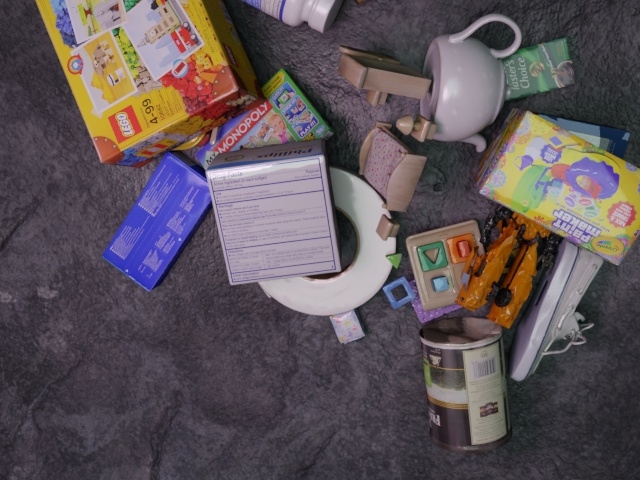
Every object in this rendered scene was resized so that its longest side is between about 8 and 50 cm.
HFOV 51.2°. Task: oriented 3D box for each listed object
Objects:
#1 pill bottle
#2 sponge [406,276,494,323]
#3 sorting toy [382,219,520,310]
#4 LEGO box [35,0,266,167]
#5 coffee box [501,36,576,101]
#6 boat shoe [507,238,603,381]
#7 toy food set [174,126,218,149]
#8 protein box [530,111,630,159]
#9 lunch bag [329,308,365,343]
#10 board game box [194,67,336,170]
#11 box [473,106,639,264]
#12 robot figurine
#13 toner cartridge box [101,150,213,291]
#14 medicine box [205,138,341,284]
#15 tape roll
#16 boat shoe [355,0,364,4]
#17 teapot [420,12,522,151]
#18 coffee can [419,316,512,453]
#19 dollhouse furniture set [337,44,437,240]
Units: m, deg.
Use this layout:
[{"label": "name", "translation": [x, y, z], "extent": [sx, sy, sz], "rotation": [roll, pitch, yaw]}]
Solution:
[{"label": "pill bottle", "translation": [-0.086, -0.593, 1.546], "extent": [0.272, 0.152, 0.152], "rotation": [28, 105, 3]}, {"label": "sponge", "translation": [0.326, 0.117, 1.686], "extent": [0.210, 0.031, 0.117], "rotation": [-25, 98, 13]}, {"label": "sorting toy", "translation": [0.318, 0.063, 1.619], "extent": [0.348, 0.047, 0.195], "rotation": [-15, 97, 0]}, {"label": "LEGO box", "translation": [-0.408, -0.477, 1.564], "extent": [0.373, 0.193, 0.499], "rotation": [-25, 86, 14]}, {"label": "coffee box", "translation": [0.485, -0.390, 1.543], "extent": [0.184, 0.040, 0.113], "rotation": [-11, 100, 13]}, {"label": "boat shoe", "translation": [0.585, 0.189, 1.613], "extent": [0.157, 0.136, 0.366], "rotation": [21, 95, 2]}, {"label": "toy food set", "translation": [-0.338, -0.286, 1.696], "extent": [0.218, 0.071, 0.128], "rotation": [1, 85, 16]}, {"label": "protein box", "translation": [0.559, -0.176, 1.526], "extent": [0.201, 0.136, 0.199], "rotation": [13, 104, 7]}, {"label": "lunch bag", "translation": [0.072, 0.221, 1.744], "extent": [0.071, 0.053, 0.083], "rotation": [-23, 87, 12]}, {"label": "board game box", "translation": [-0.141, -0.238, 1.649], "extent": [0.317, 0.046, 0.213], "rotation": [-42, 70, 16]}, {"label": "box", "translation": [0.480, -0.120, 1.337], "extent": [0.290, 0.279, 0.177], "rotation": [28, 106, 2]}, {"label": "robot figurine", "translation": [0.437, 0.045, 1.570], "extent": [0.211, 0.085, 0.290], "rotation": [27, 87, -19]}, {"label": "toner cartridge box", "translation": [-0.414, -0.051, 1.761], "extent": [0.165, 0.075, 0.347], "rotation": [37, 105, 2]}, {"label": "medicine box", "translation": [-0.099, -0.066, 1.551], "extent": [0.264, 0.149, 0.289], "rotation": [-7, 111, 5]}, {"label": "tape roll", "translation": [0.000, 0.000, 1.699], "extent": [0.393, 0.072, 0.391], "rotation": [2, 103, 10]}, {"label": "boat shoe", "translation": [0.057, -0.699, 1.525], "extent": [0.098, 0.109, 0.302], "rotation": [-27, 102, 9]}, {"label": "teapot", "translation": [0.334, -0.341, 1.488], "extent": [0.187, 0.256, 0.252], "rotation": [2, 89, -3]}, {"label": "coffee can", "translation": [0.357, 0.348, 1.642], "extent": [0.202, 0.201, 0.275], "rotation": [-5, 100, 11]}, {"label": "dollhouse furniture set", "translation": [0.092, -0.230, 1.526], "extent": [0.174, 0.303, 0.355], "rotation": [5, 118, -25]}]
